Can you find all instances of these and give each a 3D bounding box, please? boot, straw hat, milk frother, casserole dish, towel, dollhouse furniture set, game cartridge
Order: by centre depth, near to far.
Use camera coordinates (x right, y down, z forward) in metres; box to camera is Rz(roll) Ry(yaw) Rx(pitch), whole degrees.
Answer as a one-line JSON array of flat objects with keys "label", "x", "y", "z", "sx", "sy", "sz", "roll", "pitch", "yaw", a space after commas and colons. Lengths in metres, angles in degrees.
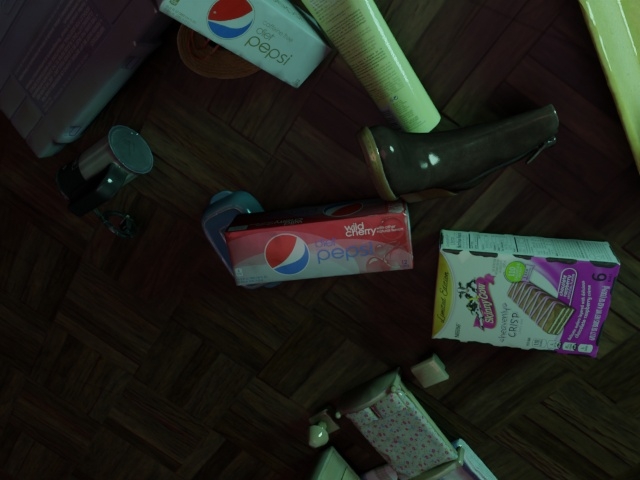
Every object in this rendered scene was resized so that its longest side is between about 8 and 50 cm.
[{"label": "boot", "x": 0.166, "y": -0.117, "z": 0.594, "sx": 0.207, "sy": 0.248, "sz": 0.090, "roll": -23, "pitch": 77, "yaw": 21}, {"label": "straw hat", "x": -0.124, "y": -0.287, "z": 0.669, "sx": 0.144, "sy": 0.145, "sz": 0.061, "roll": -41, "pitch": 58, "yaw": 28}, {"label": "game cartridge", "x": -0.369, "y": -0.295, "z": 0.711, "sx": 0.355, "sy": 0.068, "sz": 0.230, "roll": -29, "pitch": 103, "yaw": 33}, {"label": "milk frother", "x": -0.324, "y": -0.086, "z": 0.819, "sx": 0.135, "sy": 0.129, "sz": 0.143, "roll": -26, "pitch": 149, "yaw": 25}, {"label": "casserole dish", "x": -0.125, "y": 0.007, "z": 0.835, "sx": 0.114, "sy": 0.037, "sz": 0.188, "roll": -23, "pitch": 108, "yaw": 24}, {"label": "dollhouse furniture set", "x": 0.131, "y": 0.417, "z": 0.865, "sx": 0.356, "sy": 0.174, "sz": 0.303, "roll": -37, "pitch": 95, "yaw": 29}, {"label": "towel", "x": 0.213, "y": 0.505, "z": 0.990, "sx": 0.285, "sy": 0.034, "sz": 0.209, "roll": -33, "pitch": 103, "yaw": 26}]

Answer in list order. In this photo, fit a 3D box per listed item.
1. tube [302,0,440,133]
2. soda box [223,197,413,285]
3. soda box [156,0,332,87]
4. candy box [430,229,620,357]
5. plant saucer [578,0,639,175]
[{"label": "tube", "x": 0.066, "y": -0.234, "z": 0.631, "sx": 0.070, "sy": 0.062, "sz": 0.240, "roll": -36, "pitch": 112, "yaw": 12}, {"label": "soda box", "x": 0.000, "y": 0.000, "z": 0.748, "sx": 0.264, "sy": 0.083, "sz": 0.092, "roll": -6, "pitch": 111, "yaw": 9}, {"label": "soda box", "x": -0.087, "y": -0.266, "z": 0.595, "sx": 0.074, "sy": 0.216, "sz": 0.069, "roll": -40, "pitch": 59, "yaw": 27}, {"label": "candy box", "x": 0.286, "y": 0.076, "z": 0.738, "sx": 0.234, "sy": 0.071, "sz": 0.159, "roll": 4, "pitch": 117, "yaw": 14}, {"label": "plant saucer", "x": 0.481, "y": -0.224, "z": 0.534, "sx": 0.333, "sy": 0.081, "sz": 0.332, "roll": -22, "pitch": 107, "yaw": 24}]
